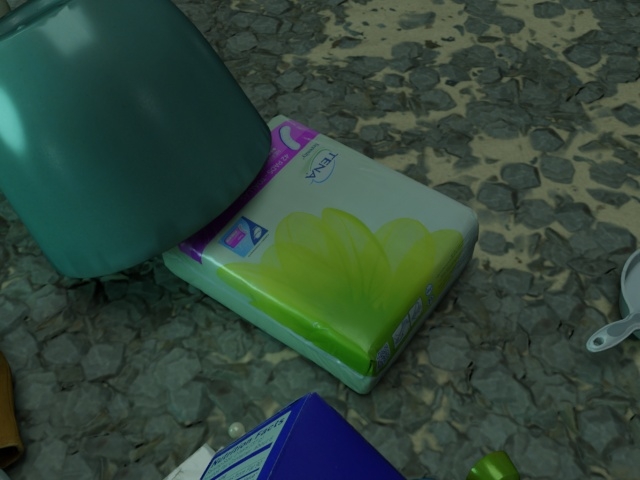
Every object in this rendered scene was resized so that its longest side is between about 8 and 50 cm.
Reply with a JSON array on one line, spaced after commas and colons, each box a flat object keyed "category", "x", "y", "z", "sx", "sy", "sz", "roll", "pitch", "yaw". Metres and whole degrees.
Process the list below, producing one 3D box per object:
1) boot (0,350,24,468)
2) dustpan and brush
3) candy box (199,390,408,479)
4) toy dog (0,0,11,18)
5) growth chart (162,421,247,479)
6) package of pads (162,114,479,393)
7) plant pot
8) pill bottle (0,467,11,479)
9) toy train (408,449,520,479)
[{"category": "boot", "x": -0.444, "y": 0.173, "z": 0.656, "sx": 0.295, "sy": 0.104, "sz": 0.211, "roll": -18, "pitch": 53, "yaw": -18}, {"category": "dustpan and brush", "x": 0.353, "y": 0.078, "z": 0.742, "sx": 0.211, "sy": 0.060, "sz": 0.147, "roll": -26, "pitch": 55, "yaw": -19}, {"category": "candy box", "x": 0.003, "y": 0.285, "z": 0.343, "sx": 0.268, "sy": 0.122, "sz": 0.317, "roll": 46, "pitch": 38, "yaw": -11}, {"category": "toy dog", "x": -0.526, "y": -0.262, "z": 0.861, "sx": 0.395, "sy": 0.284, "sz": 0.408, "roll": -44, "pitch": 20, "yaw": 9}, {"category": "growth chart", "x": -0.104, "y": 0.274, "z": 0.602, "sx": 0.237, "sy": 0.021, "sz": 0.172, "roll": -33, "pitch": 72, "yaw": -23}, {"category": "package of pads", "x": 0.000, "y": 0.000, "z": 0.789, "sx": 0.296, "sy": 0.101, "sz": 0.229, "roll": 30, "pitch": 59, "yaw": 22}, {"category": "plant pot", "x": -0.235, "y": -0.144, "z": 0.754, "sx": 0.292, "sy": 0.235, "sz": 0.293, "roll": -20, "pitch": 34, "yaw": 14}, {"category": "pill bottle", "x": -0.347, "y": 0.275, "z": 0.550, "sx": 0.221, "sy": 0.121, "sz": 0.121, "roll": -39, "pitch": 59, "yaw": -14}, {"category": "toy train", "x": 0.184, "y": 0.239, "z": 0.601, "sx": 0.247, "sy": 0.105, "sz": 0.143, "roll": -20, "pitch": 40, "yaw": -15}]
